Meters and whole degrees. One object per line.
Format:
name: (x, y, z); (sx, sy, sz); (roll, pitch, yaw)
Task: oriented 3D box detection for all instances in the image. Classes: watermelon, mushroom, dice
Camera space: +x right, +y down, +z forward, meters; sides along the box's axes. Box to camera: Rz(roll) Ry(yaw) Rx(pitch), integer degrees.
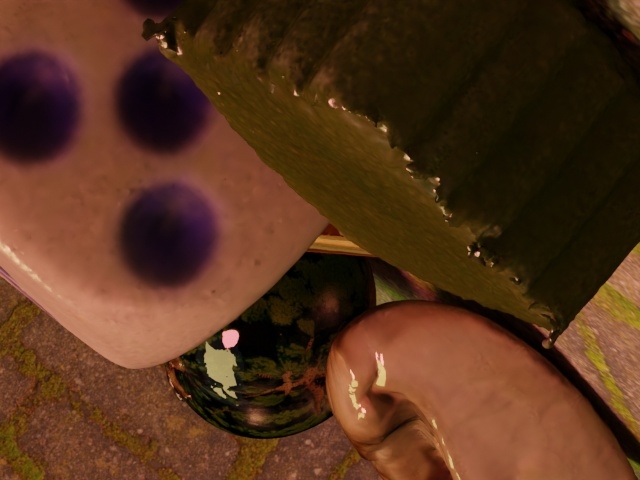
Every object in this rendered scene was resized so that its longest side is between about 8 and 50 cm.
watermelon: (-0.060, 0.081, 2.080); (0.269, 0.269, 0.269); (39, 171, 8)
mushroom: (0.133, 0.163, 1.965); (0.397, 0.224, 0.313); (55, 179, -33)
dice: (-0.149, -0.110, 1.368); (0.304, 0.304, 0.277); (44, 170, -21)

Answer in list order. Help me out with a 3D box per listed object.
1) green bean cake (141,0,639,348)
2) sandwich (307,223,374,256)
green bean cake: (0.059, -0.084, 1.120); (0.247, 0.156, 0.250); (45, 170, -34)
sandwich: (0.000, 0.000, 1.805); (0.187, 0.144, 0.117); (40, 173, 4)
